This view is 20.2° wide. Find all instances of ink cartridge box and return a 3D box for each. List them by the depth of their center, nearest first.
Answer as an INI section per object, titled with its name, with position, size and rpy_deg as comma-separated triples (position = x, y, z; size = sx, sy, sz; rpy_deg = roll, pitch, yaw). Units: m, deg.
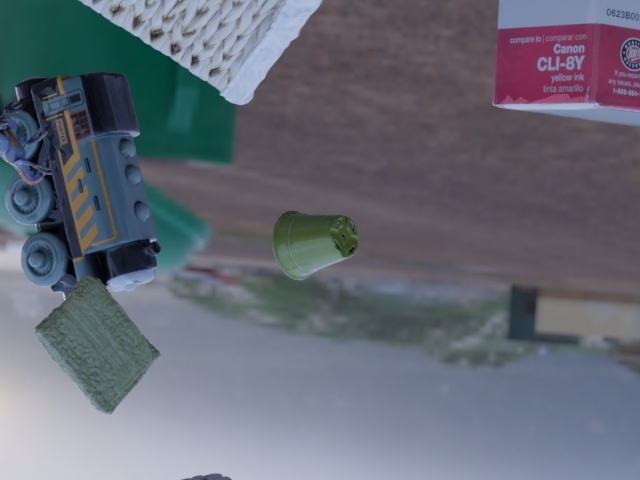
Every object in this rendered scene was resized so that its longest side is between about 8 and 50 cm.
[ink cartridge box]
position = 0.357, -0.333, 2.080
size = 0.279, 0.385, 0.160
rpy_deg = 3, 180, -40

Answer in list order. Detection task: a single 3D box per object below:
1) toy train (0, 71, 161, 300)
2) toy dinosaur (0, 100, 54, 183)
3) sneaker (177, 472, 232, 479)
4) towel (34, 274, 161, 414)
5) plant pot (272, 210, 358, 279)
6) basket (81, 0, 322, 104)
[toy train]
position = -0.326, -0.076, 2.461
size = 0.190, 0.334, 0.142
rpy_deg = -17, 174, 28
[toy dinosaur]
position = -0.282, -0.087, 1.652
size = 0.090, 0.082, 0.047
rpy_deg = 8, -137, 10
[sneaker]
position = -0.235, 0.349, 2.231
size = 0.292, 0.110, 0.118
rpy_deg = -23, 160, 38
[towel]
position = -0.265, 0.125, 2.130
size = 0.027, 0.110, 0.148
rpy_deg = 3, 136, 54
[plant pot]
position = 0.000, 0.000, 2.117
size = 0.079, 0.083, 0.083
rpy_deg = -11, 169, 39
[basket]
position = -0.094, -0.400, 2.007
size = 0.266, 0.331, 0.328
rpy_deg = 30, -145, -16
